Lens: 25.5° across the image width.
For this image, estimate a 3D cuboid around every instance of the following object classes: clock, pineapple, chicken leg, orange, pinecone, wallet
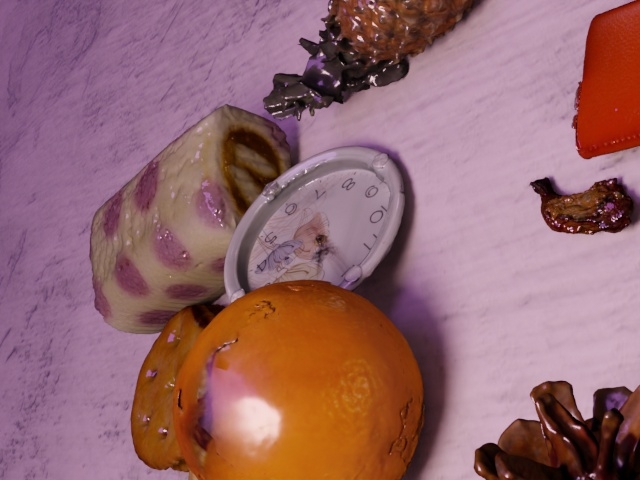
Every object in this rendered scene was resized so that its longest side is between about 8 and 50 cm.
[{"bbox_3d":[0.000,0.000,1.552,0.236,0.053,0.236,-23,43,23],"label":"clock"},{"bbox_3d":[0.041,-0.227,1.549,0.310,0.141,0.170,-42,4,47],"label":"pineapple"},{"bbox_3d":[0.225,-0.031,1.251,0.062,0.037,0.145,-56,27,-15],"label":"chicken leg"},{"bbox_3d":[-0.023,0.158,1.370,0.246,0.246,0.246,-35,47,48],"label":"orange"},{"bbox_3d":[0.197,0.204,1.021,0.202,0.201,0.229,25,72,46],"label":"pinecone"},{"bbox_3d":[0.299,-0.150,1.176,0.204,0.045,0.142,-14,62,56],"label":"wallet"}]

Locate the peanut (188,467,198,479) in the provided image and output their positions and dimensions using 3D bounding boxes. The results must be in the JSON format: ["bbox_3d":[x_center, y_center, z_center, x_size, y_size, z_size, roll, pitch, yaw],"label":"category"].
[{"bbox_3d":[-0.098,0.235,1.596,0.103,0.098,0.229,121,151,-62],"label":"peanut"}]

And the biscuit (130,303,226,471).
[{"bbox_3d":[-0.167,0.182,1.768,0.220,0.066,0.220,-35,46,47],"label":"biscuit"}]

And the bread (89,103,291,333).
[{"bbox_3d":[-0.171,-0.020,1.790,0.338,0.155,0.187,-32,53,49],"label":"bread"}]
